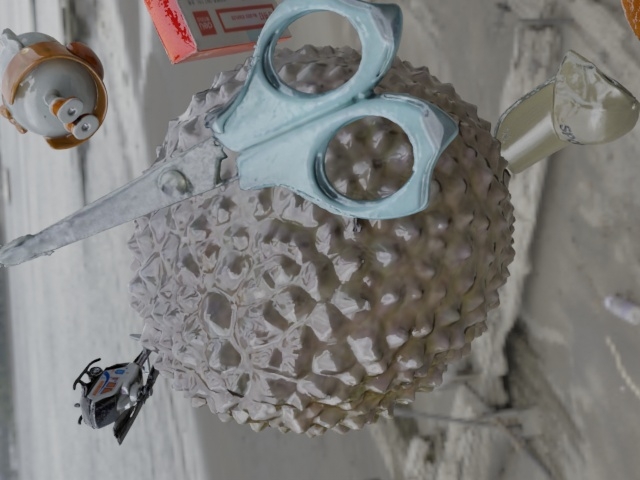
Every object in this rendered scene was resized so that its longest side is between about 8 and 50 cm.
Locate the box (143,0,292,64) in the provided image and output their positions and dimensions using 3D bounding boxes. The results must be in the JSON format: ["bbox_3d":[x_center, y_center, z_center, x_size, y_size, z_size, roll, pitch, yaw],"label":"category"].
[{"bbox_3d":[-0.129,-0.295,1.384,0.050,0.229,0.123,-23,92,33],"label":"box"}]

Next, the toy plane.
[{"bbox_3d":[-0.219,0.159,1.229,0.197,0.078,0.053,-58,-31,-59],"label":"toy plane"}]

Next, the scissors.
[{"bbox_3d":[-0.082,-0.056,0.815,0.029,0.360,0.191,64,-178,-88],"label":"scissors"}]

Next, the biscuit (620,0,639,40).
[{"bbox_3d":[0.276,-0.212,0.788,0.186,0.036,0.192,-122,20,-58],"label":"biscuit"}]

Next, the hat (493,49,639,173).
[{"bbox_3d":[0.300,-0.128,1.309,0.175,0.147,0.085,-39,44,22],"label":"hat"}]

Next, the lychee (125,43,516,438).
[{"bbox_3d":[0.000,0.000,1.084,0.380,0.380,0.432,109,-176,-54],"label":"lychee"}]

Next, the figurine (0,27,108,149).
[{"bbox_3d":[-0.373,-0.206,1.447,0.271,0.143,0.143,22,118,42],"label":"figurine"}]
